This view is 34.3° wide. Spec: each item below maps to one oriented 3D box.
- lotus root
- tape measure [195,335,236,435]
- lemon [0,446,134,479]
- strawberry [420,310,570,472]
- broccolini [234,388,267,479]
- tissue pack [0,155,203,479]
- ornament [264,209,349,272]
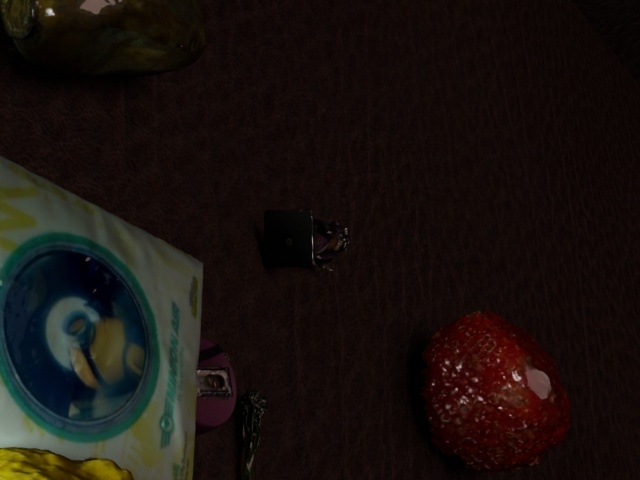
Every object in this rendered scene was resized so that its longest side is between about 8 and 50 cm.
[{"bbox_3d":[-0.258,-0.275,1.245,0.275,0.160,0.152,-10,89,-56],"label":"lotus root"},{"bbox_3d":[-0.156,0.166,1.197,0.125,0.074,0.118,7,66,-51],"label":"tape measure"},{"bbox_3d":[-0.249,0.312,0.799,0.268,0.268,0.322,37,70,-37],"label":"lemon"},{"bbox_3d":[0.290,0.236,1.643,0.261,0.257,0.261,30,43,-33],"label":"strawberry"},{"bbox_3d":[-0.085,0.286,1.260,0.044,0.042,0.218,28,51,-43],"label":"broccolini"},{"bbox_3d":[-0.292,0.084,0.976,0.388,0.162,0.287,31,47,-43],"label":"tissue pack"},{"bbox_3d":[-0.002,0.008,1.517,0.203,0.088,0.081,15,78,-64],"label":"ornament"}]
